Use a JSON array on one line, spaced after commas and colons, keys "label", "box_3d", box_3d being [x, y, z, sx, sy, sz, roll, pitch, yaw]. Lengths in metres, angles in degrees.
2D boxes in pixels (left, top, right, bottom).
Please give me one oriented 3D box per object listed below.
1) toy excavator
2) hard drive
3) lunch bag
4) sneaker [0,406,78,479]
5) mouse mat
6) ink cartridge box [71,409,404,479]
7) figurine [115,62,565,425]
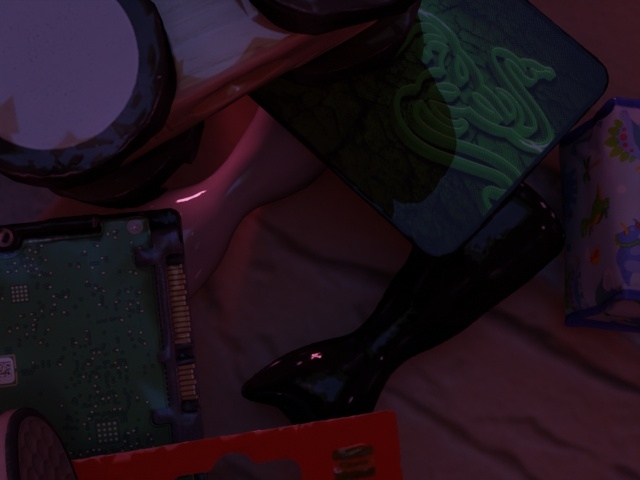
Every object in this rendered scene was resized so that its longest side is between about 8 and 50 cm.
[{"label": "toy excavator", "box_3d": [-0.205, -0.219, 0.693, 0.433, 0.222, 0.445, -29, 88, -1]}, {"label": "hard drive", "box_3d": [-0.233, 0.113, 0.756, 0.338, 0.064, 0.237, -7, 93, -5]}, {"label": "lunch bag", "box_3d": [0.227, -0.009, 0.837, 0.151, 0.096, 0.129, 4, 75, -16]}, {"label": "sneaker", "box_3d": [-0.194, 0.202, 0.681, 0.163, 0.086, 0.226, -7, 88, 14]}, {"label": "mouse mat", "box_3d": [0.051, -0.101, 0.797, 0.189, 0.007, 0.152, 42, 87, 8]}, {"label": "ink cartridge box", "box_3d": [-0.033, 0.221, 0.728, 0.189, 0.066, 0.232, -8, 109, -6]}, {"label": "figurine", "box_3d": [0.000, 0.000, 0.826, 0.209, 0.092, 0.215, -44, 82, -9]}]
